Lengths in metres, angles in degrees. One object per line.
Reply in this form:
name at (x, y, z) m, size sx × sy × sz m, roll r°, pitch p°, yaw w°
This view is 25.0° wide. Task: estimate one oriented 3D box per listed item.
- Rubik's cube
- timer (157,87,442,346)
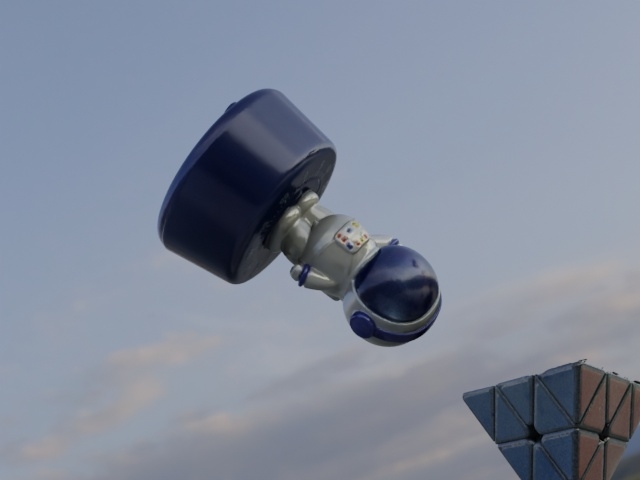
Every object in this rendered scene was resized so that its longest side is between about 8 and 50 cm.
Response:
Rubik's cube at (0.386, 0.286, 2.259) m, size 0.233 × 0.229 × 0.228 m, roll -45°, pitch 12°, yaw 15°
timer at (0.000, 0.000, 1.974) m, size 0.270 × 0.383 × 0.270 m, roll -51°, pitch -12°, yaw -15°
